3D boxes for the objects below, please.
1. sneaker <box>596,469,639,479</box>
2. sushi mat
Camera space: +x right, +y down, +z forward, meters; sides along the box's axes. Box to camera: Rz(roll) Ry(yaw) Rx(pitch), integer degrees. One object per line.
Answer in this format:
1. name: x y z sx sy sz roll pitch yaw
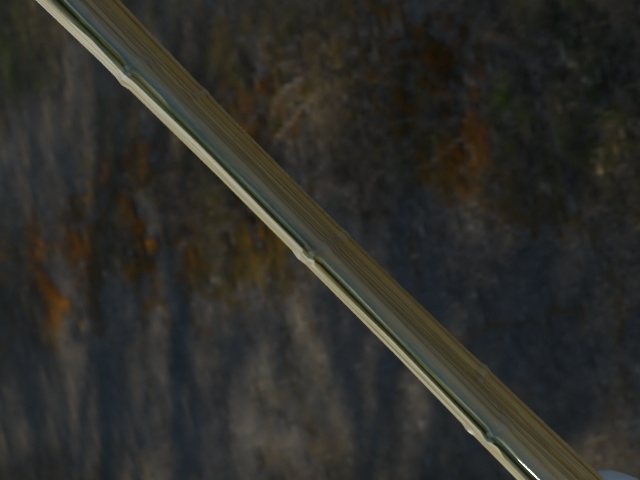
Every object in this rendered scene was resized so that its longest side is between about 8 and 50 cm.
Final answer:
1. sneaker: 0.153 0.221 0.772 0.094 0.151 0.256 55 178 -33
2. sushi mat: 0.000 0.000 0.474 0.316 0.019 0.151 45 -177 -2
